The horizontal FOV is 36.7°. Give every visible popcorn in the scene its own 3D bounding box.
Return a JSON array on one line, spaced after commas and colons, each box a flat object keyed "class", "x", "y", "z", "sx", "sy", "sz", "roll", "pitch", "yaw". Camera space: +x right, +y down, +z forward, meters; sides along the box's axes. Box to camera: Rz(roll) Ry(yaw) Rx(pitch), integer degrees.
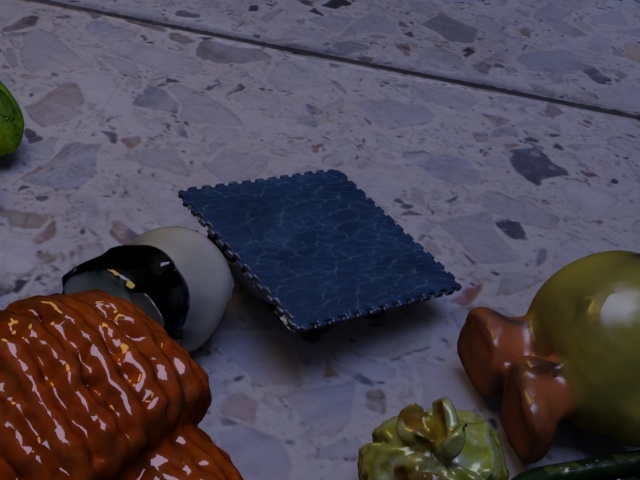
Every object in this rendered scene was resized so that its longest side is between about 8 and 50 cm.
[{"class": "popcorn", "x": 0.111, "y": 0.214, "z": 0.925, "sx": 0.135, "sy": 0.162, "sz": 0.141, "roll": -26, "pitch": 25, "yaw": -34}]

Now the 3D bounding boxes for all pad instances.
[{"class": "pad", "x": 0.000, "y": 0.000, "z": 1.160, "sx": 0.269, "sy": 0.012, "sz": 0.269, "roll": -13, "pitch": 45, "yaw": -40}]

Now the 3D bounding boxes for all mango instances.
[{"class": "mango", "x": -0.499, "y": -0.188, "z": 1.313, "sx": 0.233, "sy": 0.111, "sz": 0.125, "roll": 38, "pitch": 84, "yaw": 20}]

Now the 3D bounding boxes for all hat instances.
[{"class": "hat", "x": -0.143, "y": 0.227, "z": 0.758, "sx": 0.400, "sy": 0.285, "sz": 0.285, "roll": 33, "pitch": 43, "yaw": 21}]

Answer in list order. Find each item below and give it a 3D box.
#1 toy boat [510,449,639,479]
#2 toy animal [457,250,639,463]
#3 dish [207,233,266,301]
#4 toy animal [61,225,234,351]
[{"class": "toy boat", "x": 0.280, "y": 0.263, "z": 0.975, "sx": 0.210, "sy": 0.052, "sz": 0.104, "roll": -3, "pitch": 43, "yaw": -18}, {"class": "toy animal", "x": 0.340, "y": 0.108, "z": 1.068, "sx": 0.338, "sy": 0.191, "sz": 0.216, "roll": -7, "pitch": 36, "yaw": -19}, {"class": "dish", "x": -0.050, "y": 0.025, "z": 1.176, "sx": 0.190, "sy": 0.066, "sz": 0.191, "roll": 11, "pitch": 33, "yaw": -7}, {"class": "toy animal", "x": -0.176, "y": 0.069, "z": 1.058, "sx": 0.166, "sy": 0.138, "sz": 0.179, "roll": 47, "pitch": 39, "yaw": 12}]
